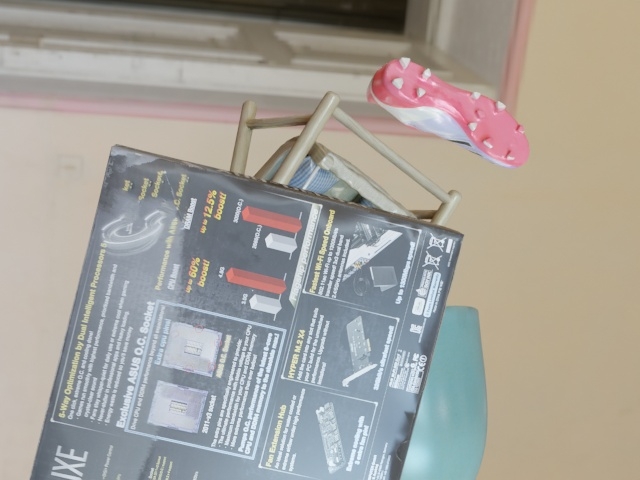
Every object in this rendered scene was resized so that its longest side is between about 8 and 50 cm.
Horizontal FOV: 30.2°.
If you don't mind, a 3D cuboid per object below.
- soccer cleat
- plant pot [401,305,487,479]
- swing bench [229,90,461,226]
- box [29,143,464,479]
[{"bbox_3d":[0.180,-0.173,1.667,0.095,0.248,0.083,-32,-147,63],"label":"soccer cleat"},{"bbox_3d":[0.097,0.237,1.617,0.293,0.292,0.235,130,-49,-70],"label":"plant pot"},{"bbox_3d":[0.000,0.000,1.401,0.165,0.253,0.255,1,-115,48],"label":"swing bench"},{"bbox_3d":[-0.060,0.112,0.807,0.076,0.242,0.308,-152,-105,-81],"label":"box"}]
